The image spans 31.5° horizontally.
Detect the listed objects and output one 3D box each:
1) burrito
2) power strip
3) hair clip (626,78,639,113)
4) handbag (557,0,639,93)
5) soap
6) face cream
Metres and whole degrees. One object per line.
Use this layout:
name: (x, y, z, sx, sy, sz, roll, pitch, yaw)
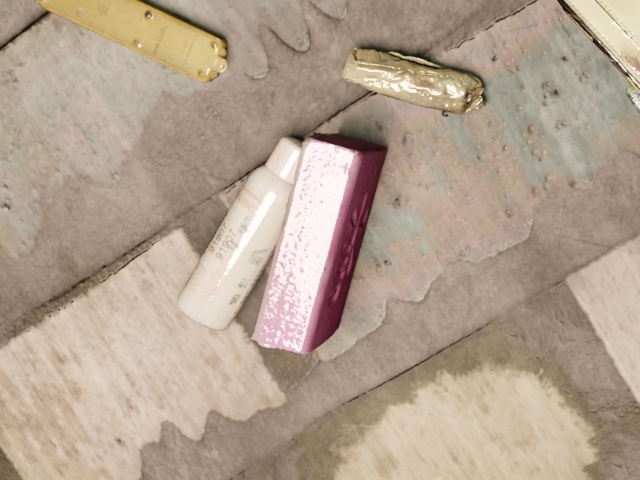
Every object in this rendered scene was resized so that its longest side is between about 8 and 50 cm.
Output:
burrito: (0.119, -0.202, 1.430, 0.188, 0.045, 0.058, 17, 125, 6)
power strip: (-0.254, -0.290, 1.491, 0.305, 0.044, 0.064, 25, 102, 5)
hair clip: (0.462, -0.129, 1.377, 0.229, 0.036, 0.066, 45, 99, 3)
handbag: (0.468, -0.325, 1.285, 0.358, 0.160, 0.236, -42, 74, 13)
soap: (0.002, 0.000, 1.407, 0.081, 0.181, 0.259, 16, 99, 12)
face cream: (-0.090, -0.012, 1.474, 0.082, 0.082, 0.269, 31, 101, 5)
